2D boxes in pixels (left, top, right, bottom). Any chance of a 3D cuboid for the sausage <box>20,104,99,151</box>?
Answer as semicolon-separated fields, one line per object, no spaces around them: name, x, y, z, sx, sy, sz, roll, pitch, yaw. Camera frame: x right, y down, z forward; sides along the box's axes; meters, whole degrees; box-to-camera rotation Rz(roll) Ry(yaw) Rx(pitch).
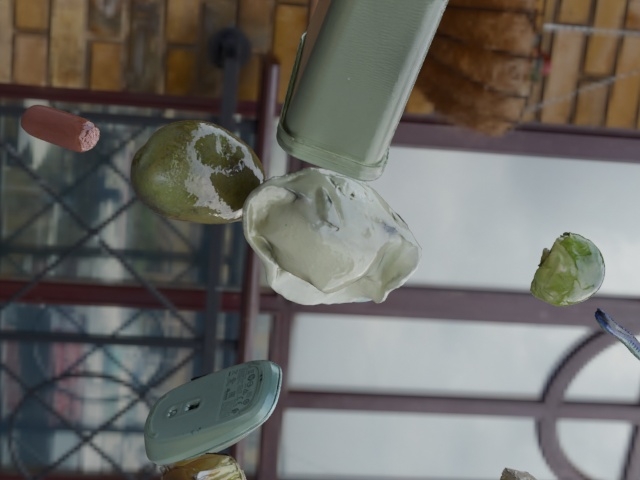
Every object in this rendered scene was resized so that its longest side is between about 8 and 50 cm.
sausage;-0.463;-0.199;2.116;0.062;0.154;0.062;-41;141;-45

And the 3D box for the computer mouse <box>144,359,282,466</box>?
computer mouse;-0.182;0.310;2.079;0.097;0.288;0.159;57;25;-30

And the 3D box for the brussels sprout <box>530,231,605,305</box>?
brussels sprout;0.499;0.065;2.373;0.149;0.122;0.151;-62;155;2

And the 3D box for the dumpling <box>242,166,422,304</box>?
dumpling;0.000;0.000;2.024;0.243;0.318;0.187;-57;-160;36

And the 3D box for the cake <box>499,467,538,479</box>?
cake;0.297;0.415;1.837;0.065;0.052;0.121;3;-99;66

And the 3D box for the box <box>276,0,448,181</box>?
box;0.076;-0.333;1.819;0.352;0.177;0.344;-79;-171;-52

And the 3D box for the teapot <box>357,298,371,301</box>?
teapot;0.065;0.046;2.386;0.159;0.232;0.159;53;-9;12

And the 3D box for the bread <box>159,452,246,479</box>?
bread;-0.159;0.446;1.793;0.136;0.107;0.241;-8;-82;55

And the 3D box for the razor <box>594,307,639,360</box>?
razor;0.603;0.203;2.222;0.056;0.324;0.093;-57;-144;9

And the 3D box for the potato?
potato;-0.196;-0.108;2.024;0.174;0.251;0.159;-36;-138;45
